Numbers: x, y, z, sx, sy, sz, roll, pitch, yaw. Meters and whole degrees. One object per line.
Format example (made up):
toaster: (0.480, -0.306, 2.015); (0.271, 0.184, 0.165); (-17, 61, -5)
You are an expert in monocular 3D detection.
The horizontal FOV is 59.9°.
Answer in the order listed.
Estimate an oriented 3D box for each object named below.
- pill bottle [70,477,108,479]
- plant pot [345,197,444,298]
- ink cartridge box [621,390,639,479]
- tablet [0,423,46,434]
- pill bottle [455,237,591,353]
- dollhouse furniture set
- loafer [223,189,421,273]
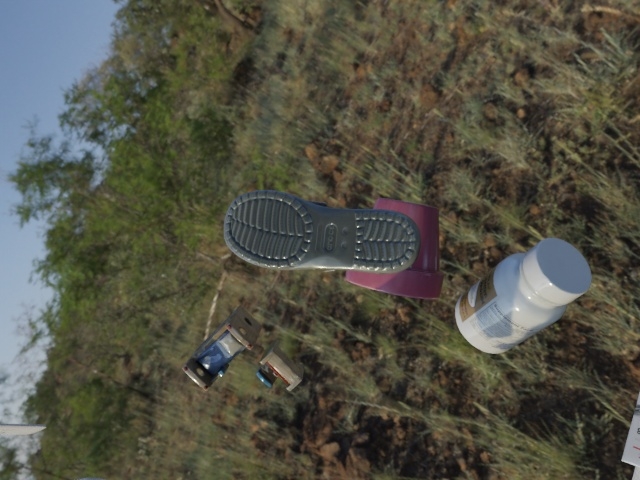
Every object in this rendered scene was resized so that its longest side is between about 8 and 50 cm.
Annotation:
pill bottle: (-0.380, 0.408, 0.714); (0.302, 0.169, 0.169); (-24, 36, 32)
plant pot: (0.162, 0.011, 1.142); (0.201, 0.201, 0.180); (-157, 76, -73)
ink cartridge box: (0.412, 0.217, 0.621); (0.104, 0.060, 0.180); (12, 82, 46)
tablet: (-0.382, 0.227, 0.668); (0.054, 0.083, 0.006); (-28, 56, 37)
pill bottle: (0.342, 0.096, 0.951); (0.229, 0.131, 0.131); (121, 168, -54)
dollhouse furniture set: (-0.144, 0.247, 1.080); (0.129, 0.184, 0.129); (-44, 4, 7)
loafer: (0.000, 0.000, 0.666); (0.087, 0.251, 0.094); (25, -103, -67)
